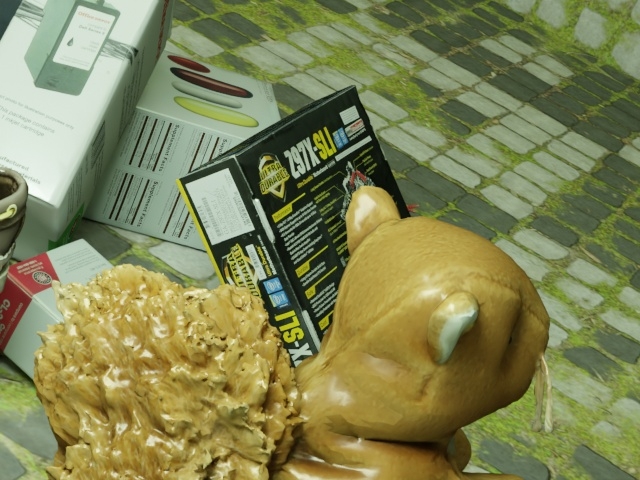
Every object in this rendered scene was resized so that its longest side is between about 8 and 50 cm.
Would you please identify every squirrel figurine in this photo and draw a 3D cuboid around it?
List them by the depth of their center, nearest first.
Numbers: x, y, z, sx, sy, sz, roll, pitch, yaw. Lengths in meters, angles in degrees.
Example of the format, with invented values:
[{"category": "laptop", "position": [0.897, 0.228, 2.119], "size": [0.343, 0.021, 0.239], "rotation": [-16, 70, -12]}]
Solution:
[{"category": "squirrel figurine", "position": [-0.014, 0.147, 1.246], "size": [0.397, 0.370, 0.281], "rotation": [14, 26, -24]}]

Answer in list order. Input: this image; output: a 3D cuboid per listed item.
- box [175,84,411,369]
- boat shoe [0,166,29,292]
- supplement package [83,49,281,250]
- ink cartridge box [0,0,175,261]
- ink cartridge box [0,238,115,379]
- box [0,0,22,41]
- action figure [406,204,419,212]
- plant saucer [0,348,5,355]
[{"category": "box", "position": [0.000, 0.000, 1.739], "size": [0.257, 0.079, 0.322], "rotation": [65, 28, -7]}, {"category": "boat shoe", "position": [-0.373, -0.023, 1.257], "size": [0.324, 0.097, 0.116], "rotation": [7, 29, -35]}, {"category": "supplement package", "position": [-0.162, -0.107, 1.904], "size": [0.203, 0.149, 0.194], "rotation": [16, 25, -18]}, {"category": "ink cartridge box", "position": [-0.251, -0.141, 1.646], "size": [0.121, 0.211, 0.289], "rotation": [23, 68, -1]}, {"category": "ink cartridge box", "position": [-0.204, 0.091, 1.526], "size": [0.175, 0.072, 0.127], "rotation": [41, 27, 13]}, {"category": "box", "position": [-0.409, -0.313, 2.160], "size": [0.156, 0.093, 0.158], "rotation": [23, 23, -4]}, {"category": "action figure", "position": [0.022, -0.027, 1.939], "size": [0.091, 0.139, 0.280], "rotation": [65, 17, -14]}, {"category": "plant saucer", "position": [-0.296, 0.082, 1.550], "size": [0.083, 0.015, 0.083], "rotation": [21, 24, -10]}]
